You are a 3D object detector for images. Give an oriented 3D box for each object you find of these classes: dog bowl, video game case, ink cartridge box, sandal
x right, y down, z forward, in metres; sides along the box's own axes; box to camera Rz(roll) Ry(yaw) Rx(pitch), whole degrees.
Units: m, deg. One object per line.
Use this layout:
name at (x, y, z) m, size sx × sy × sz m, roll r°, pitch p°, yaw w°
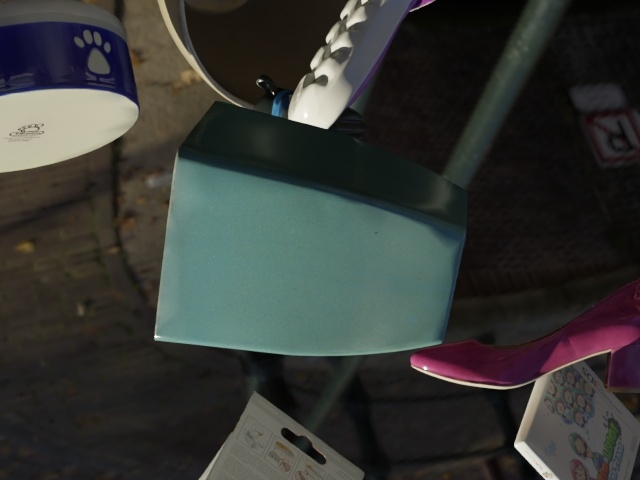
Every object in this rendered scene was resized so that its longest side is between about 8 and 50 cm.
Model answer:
dog bowl at (-0.340, -0.167, 1.460) m, size 0.265 × 0.104 × 0.265 m, roll -14°, pitch 169°, yaw -3°
video game case at (0.262, 0.196, 1.306) m, size 0.143 × 0.157 × 0.019 m, roll 47°, pitch 132°, yaw -15°
ink cartridge box at (-0.060, 0.325, 1.593) m, size 0.189 × 0.232 × 0.066 m, roll 38°, pitch 124°, yaw -8°
sandal at (0.117, -0.262, 1.253) m, size 0.102 × 0.169 × 0.416 m, roll 35°, pitch 98°, yaw -12°

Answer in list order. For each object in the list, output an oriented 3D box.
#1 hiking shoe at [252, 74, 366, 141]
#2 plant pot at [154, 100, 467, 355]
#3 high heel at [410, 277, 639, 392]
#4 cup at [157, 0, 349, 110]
hiking shoe at (-0.025, -0.053, 1.565) m, size 0.113 × 0.132 × 0.304 m, roll -35°, pitch 146°, yaw -42°
plant pot at (0.000, 0.000, 1.094) m, size 0.234 × 0.166 × 0.165 m, roll 11°, pitch 111°, yaw 4°
high heel at (0.211, 0.085, 1.267) m, size 0.244 × 0.117 × 0.082 m, roll 2°, pitch -178°, yaw 8°
cup at (-0.086, -0.355, 1.706) m, size 0.331 × 0.237 × 0.331 m, roll -14°, pitch 118°, yaw -28°
